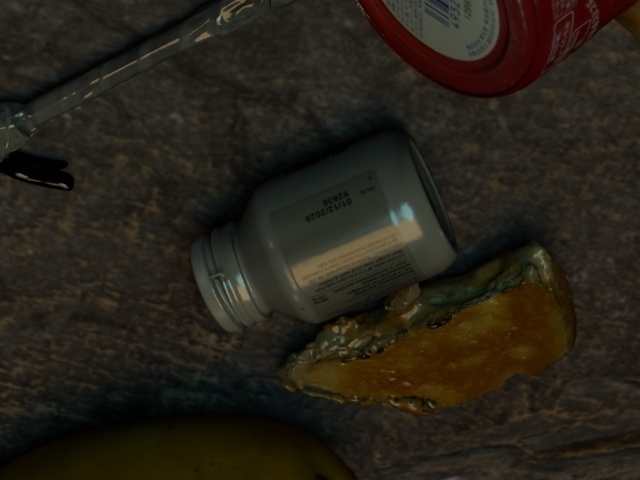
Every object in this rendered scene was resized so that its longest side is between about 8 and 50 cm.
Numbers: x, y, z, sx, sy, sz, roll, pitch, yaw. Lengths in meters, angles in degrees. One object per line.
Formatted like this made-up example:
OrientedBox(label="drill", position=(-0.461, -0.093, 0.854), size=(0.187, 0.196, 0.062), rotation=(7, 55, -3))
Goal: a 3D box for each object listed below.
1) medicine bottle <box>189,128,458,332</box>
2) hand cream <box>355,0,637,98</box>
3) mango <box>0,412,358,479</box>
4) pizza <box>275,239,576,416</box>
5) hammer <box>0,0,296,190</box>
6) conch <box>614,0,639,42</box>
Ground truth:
OrientedBox(label="medicine bottle", position=(0.000, 0.000, 1.336), size=(0.215, 0.135, 0.135), rotation=(-23, 128, 11))
OrientedBox(label="hand cream", position=(0.122, -0.225, 1.096), size=(0.149, 0.230, 0.230), rotation=(-41, 133, -24))
OrientedBox(label="mango", position=(-0.168, 0.310, 1.506), size=(0.445, 0.232, 0.300), rotation=(-10, 134, 11))
OrientedBox(label="pizza", position=(0.105, 0.096, 1.471), size=(0.297, 0.071, 0.189), rotation=(-24, 140, 15))
OrientedBox(label="hammer", position=(-0.112, -0.174, 1.242), size=(0.427, 0.044, 0.152), rotation=(-27, 128, 13))
OrientedBox(label="conch", position=(0.260, -0.213, 1.245), size=(0.109, 0.093, 0.330), rotation=(-43, 145, 2))
